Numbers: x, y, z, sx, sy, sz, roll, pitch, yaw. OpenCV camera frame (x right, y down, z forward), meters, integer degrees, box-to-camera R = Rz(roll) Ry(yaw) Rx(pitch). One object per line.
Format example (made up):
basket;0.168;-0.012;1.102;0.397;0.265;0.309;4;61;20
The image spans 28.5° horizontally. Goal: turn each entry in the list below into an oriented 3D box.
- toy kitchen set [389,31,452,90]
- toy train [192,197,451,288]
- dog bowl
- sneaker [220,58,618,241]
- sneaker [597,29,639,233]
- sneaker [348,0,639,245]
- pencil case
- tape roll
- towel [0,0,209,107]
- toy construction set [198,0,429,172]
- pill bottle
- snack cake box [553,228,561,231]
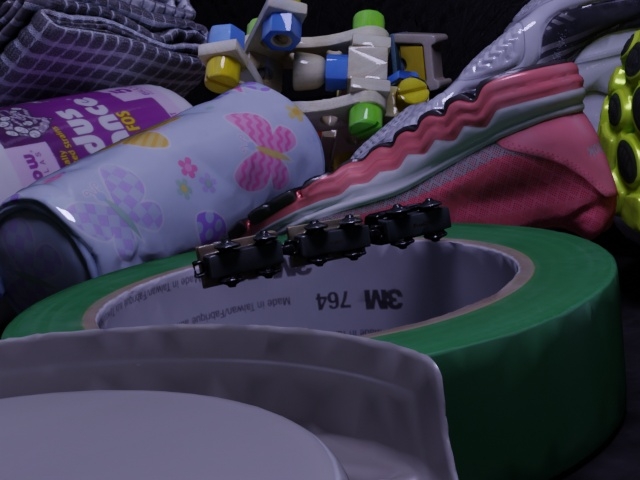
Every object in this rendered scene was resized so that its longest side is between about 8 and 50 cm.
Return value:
toy kitchen set;0.067;-0.166;1.550;0.122;0.166;0.207;0;13;31
toy train;0.000;0.000;0.704;0.158;0.027;0.036;-12;8;-25
dog bowl;-0.111;0.119;0.366;0.348;0.102;0.349;-7;11;1
sneaker;0.056;0.002;0.859;0.314;0.136;0.116;-29;-4;27
sneaker;0.265;-0.035;0.804;0.123;0.109;0.295;4;37;-19
sneaker;0.165;-0.047;0.988;0.366;0.210;0.137;-40;6;10
pencil case;-0.112;-0.023;0.931;0.113;0.124;0.273;-10;17;42
tape roll;-0.003;0.060;0.672;0.321;0.077;0.321;-6;11;1
towel;-0.251;-0.139;1.165;0.235;0.121;0.283;-38;-15;25
toy construction set;-0.011;-0.108;1.179;0.215;0.151;0.328;5;-13;-6
pill bottle;-0.235;-0.026;1.013;0.169;0.169;0.301;3;15;42
snack cake box;0.279;-0.131;1.109;0.264;0.089;0.152;-36;10;12
